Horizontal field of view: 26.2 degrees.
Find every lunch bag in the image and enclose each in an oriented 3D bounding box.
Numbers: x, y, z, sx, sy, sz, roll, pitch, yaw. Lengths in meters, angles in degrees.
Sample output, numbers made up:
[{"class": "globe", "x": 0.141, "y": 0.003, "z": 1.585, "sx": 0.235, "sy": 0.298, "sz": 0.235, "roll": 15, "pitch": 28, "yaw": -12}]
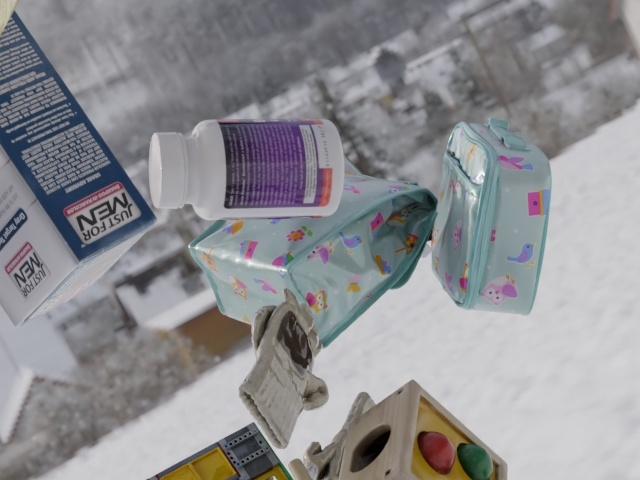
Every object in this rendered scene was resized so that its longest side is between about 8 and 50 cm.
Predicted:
[{"class": "lunch bag", "x": 0.000, "y": 0.000, "z": 1.804, "sx": 0.223, "sy": 0.160, "sz": 0.262, "roll": 13, "pitch": 44, "yaw": 47}, {"class": "lunch bag", "x": 0.212, "y": -0.038, "z": 1.754, "sx": 0.108, "sy": 0.224, "sz": 0.279, "roll": 4, "pitch": 13, "yaw": -6}]

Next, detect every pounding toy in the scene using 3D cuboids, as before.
[{"class": "pounding toy", "x": 0.068, "y": 0.215, "z": 1.146, "sx": 0.094, "sy": 0.181, "sz": 0.206, "roll": -39, "pitch": 18, "yaw": 27}]

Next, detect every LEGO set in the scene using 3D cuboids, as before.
[{"class": "LEGO set", "x": -0.109, "y": 0.366, "z": 1.463, "sx": 0.192, "sy": 0.255, "sz": 0.331, "roll": -26, "pitch": -19, "yaw": -23}]

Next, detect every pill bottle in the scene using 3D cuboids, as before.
[{"class": "pill bottle", "x": -0.081, "y": -0.076, "z": 1.460, "sx": 0.193, "sy": 0.108, "sz": 0.108, "roll": -2, "pitch": -1, "yaw": -17}]

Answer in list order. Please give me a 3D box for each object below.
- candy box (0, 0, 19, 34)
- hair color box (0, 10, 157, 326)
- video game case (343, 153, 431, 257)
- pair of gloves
[{"class": "candy box", "x": -0.305, "y": -0.327, "z": 1.175, "sx": 0.087, "sy": 0.183, "sz": 0.316, "roll": 107, "pitch": -179, "yaw": -58}, {"class": "hair color box", "x": -0.323, "y": -0.107, "z": 1.337, "sx": 0.105, "sy": 0.347, "sz": 0.174, "roll": -31, "pitch": -4, "yaw": -39}, {"class": "video game case", "x": 0.080, "y": -0.058, "z": 2.185, "sx": 0.023, "sy": 0.212, "sz": 0.193, "roll": -45, "pitch": 8, "yaw": -5}, {"class": "pair of gloves", "x": -0.005, "y": 0.177, "z": 1.352, "sx": 0.042, "sy": 0.240, "sz": 0.204, "roll": -24, "pitch": 25, "yaw": 21}]
